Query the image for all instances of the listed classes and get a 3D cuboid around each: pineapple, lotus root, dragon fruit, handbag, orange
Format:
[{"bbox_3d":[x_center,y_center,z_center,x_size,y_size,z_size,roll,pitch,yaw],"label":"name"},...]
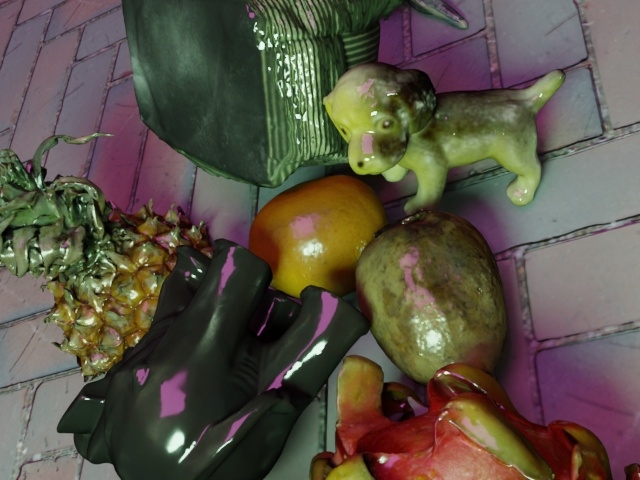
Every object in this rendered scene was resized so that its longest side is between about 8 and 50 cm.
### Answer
[{"bbox_3d":[-0.298,0.006,1.032,0.262,0.272,0.262,-19,49,23],"label":"pineapple"},{"bbox_3d":[0.109,0.064,0.812,0.138,0.138,0.214,-26,54,17],"label":"lotus root"},{"bbox_3d":[0.106,0.218,0.653,0.227,0.243,0.307,-63,4,11],"label":"dragon fruit"},{"bbox_3d":[-0.062,-0.206,1.022,0.240,0.247,0.340,-20,30,-35],"label":"handbag"},{"bbox_3d":[0.000,0.000,0.927,0.156,0.124,0.156,-24,13,6],"label":"orange"}]

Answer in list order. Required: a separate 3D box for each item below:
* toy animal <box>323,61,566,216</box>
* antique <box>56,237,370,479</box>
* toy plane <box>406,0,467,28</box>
[{"bbox_3d":[0.119,-0.104,0.877,0.233,0.169,0.121,-3,48,-7],"label":"toy animal"},{"bbox_3d":[-0.123,0.142,0.858,0.255,0.185,0.322,-60,20,-13],"label":"antique"},{"bbox_3d":[0.109,-0.362,1.150,0.192,0.088,0.262,-25,45,-29],"label":"toy plane"}]
